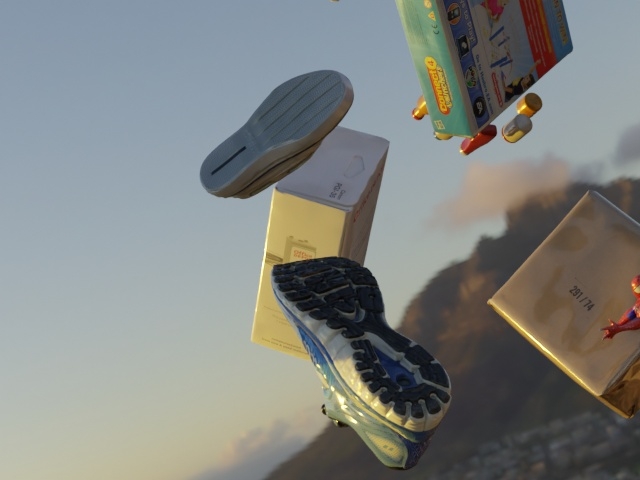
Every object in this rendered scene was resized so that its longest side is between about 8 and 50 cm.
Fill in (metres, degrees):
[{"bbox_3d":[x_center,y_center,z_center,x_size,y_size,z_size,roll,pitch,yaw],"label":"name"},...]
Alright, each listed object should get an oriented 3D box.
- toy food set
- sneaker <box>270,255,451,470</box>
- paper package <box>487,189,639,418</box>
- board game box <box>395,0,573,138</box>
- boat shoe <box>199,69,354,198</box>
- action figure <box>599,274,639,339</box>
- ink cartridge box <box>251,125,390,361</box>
[{"bbox_3d":[0.294,-0.226,2.483,0.232,0.111,0.104,0,-21,-23],"label":"toy food set"},{"bbox_3d":[0.028,0.141,1.555,0.130,0.330,0.147,-8,-51,-25],"label":"sneaker"},{"bbox_3d":[0.548,0.120,2.535,0.309,0.325,0.168,-49,-39,4],"label":"paper package"},{"bbox_3d":[0.266,-0.375,2.155,0.086,0.308,0.302,12,42,43],"label":"board game box"},{"bbox_3d":[-0.041,-0.123,1.556,0.226,0.083,0.076,-30,-26,28],"label":"boat shoe"},{"bbox_3d":[0.552,0.192,2.317,0.139,0.280,0.091,-16,23,-2],"label":"action figure"},{"bbox_3d":[0.000,0.000,1.915,0.207,0.117,0.283,-60,-16,-52],"label":"ink cartridge box"}]
